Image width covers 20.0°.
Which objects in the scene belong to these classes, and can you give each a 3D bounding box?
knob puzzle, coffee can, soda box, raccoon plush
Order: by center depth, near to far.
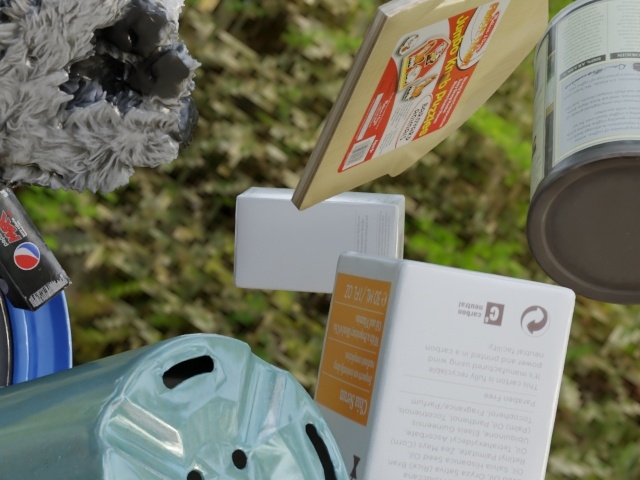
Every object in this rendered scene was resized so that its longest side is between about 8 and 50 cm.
[{"bbox_3d":[0.072,-0.115,1.152,0.030,0.213,0.213,47,3,21],"label":"knob puzzle"},{"bbox_3d":[-0.305,-0.180,1.642,0.299,0.446,0.216,-120,-164,-56],"label":"raccoon plush"},{"bbox_3d":[-0.328,-0.010,1.855,0.060,0.053,0.169,6,-50,58],"label":"soda box"},{"bbox_3d":[0.315,-0.101,1.860,0.201,0.201,0.275,35,38,-22],"label":"coffee can"}]

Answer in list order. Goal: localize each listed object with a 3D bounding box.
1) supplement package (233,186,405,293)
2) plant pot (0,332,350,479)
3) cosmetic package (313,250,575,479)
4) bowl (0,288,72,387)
[{"bbox_3d":[0.000,0.000,2.018,0.179,0.105,0.105,3,9,6],"label":"supplement package"},{"bbox_3d":[-0.172,0.238,1.396,0.334,0.341,0.341,-23,-46,38],"label":"plant pot"},{"bbox_3d":[0.077,0.246,1.604,0.161,0.453,0.230,10,-1,-13],"label":"cosmetic package"},{"bbox_3d":[-0.412,0.147,2.007,0.077,0.391,0.391,2,-17,26],"label":"bowl"}]
